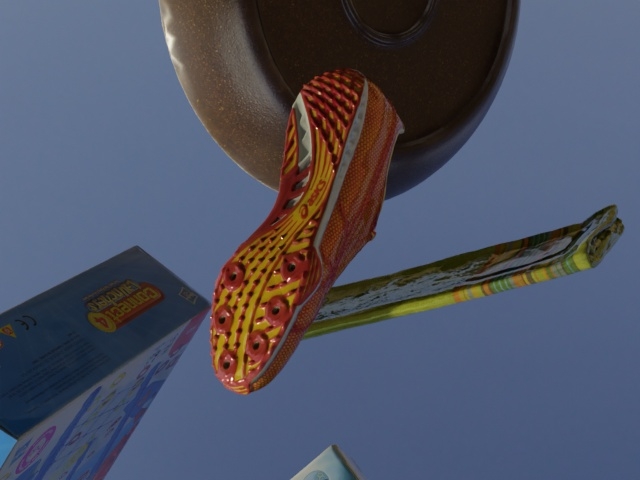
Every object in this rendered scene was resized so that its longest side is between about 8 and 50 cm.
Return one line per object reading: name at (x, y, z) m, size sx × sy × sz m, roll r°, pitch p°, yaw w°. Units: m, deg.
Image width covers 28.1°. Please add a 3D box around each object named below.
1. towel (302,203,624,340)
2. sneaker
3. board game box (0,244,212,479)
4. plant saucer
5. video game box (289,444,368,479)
towel at (0.071, 0.026, 0.814) m, size 0.237 × 0.021 × 0.102 m, roll -16°, pitch -174°, yaw 26°
sneaker at (0.000, 0.000, 0.644) m, size 0.064 × 0.175 × 0.067 m, roll 15°, pitch 164°, yaw 43°
board game box at (-0.242, 0.177, 0.958) m, size 0.086 × 0.302 × 0.308 m, roll 36°, pitch -158°, yaw 8°
plant saucer at (0.035, -0.176, 0.867) m, size 0.310 × 0.311 × 0.050 m, roll -15°, pitch -166°, yaw -34°
video game box at (-0.012, 0.262, 0.788) m, size 0.205 × 0.048 × 0.187 m, roll -40°, pitch -119°, yaw 1°
